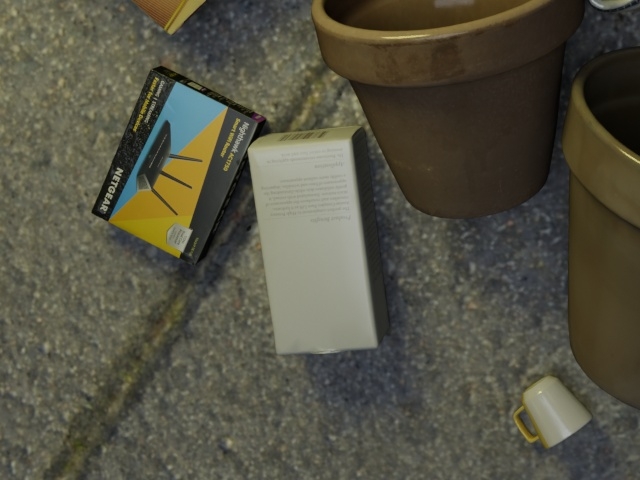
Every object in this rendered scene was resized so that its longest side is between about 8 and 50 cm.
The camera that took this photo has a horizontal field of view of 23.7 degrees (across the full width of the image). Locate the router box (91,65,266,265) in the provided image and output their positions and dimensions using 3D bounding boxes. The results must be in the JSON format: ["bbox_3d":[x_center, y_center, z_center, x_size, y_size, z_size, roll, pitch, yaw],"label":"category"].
[{"bbox_3d":[-0.155,-0.082,1.666,0.133,0.046,0.179,26,107,5],"label":"router box"}]

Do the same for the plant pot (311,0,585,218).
[{"bbox_3d":[0.139,-0.152,1.497,0.263,0.263,0.229,-5,118,14],"label":"plant pot"}]

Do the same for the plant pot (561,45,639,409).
[{"bbox_3d":[0.362,0.007,1.462,0.323,0.323,0.280,18,122,8],"label":"plant pot"}]

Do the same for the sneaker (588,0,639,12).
[{"bbox_3d":[0.346,-0.294,1.420,0.090,0.095,0.235,49,120,7],"label":"sneaker"}]

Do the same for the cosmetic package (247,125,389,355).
[{"bbox_3d":[0.000,0.000,1.633,0.117,0.085,0.231,-4,104,13],"label":"cosmetic package"}]

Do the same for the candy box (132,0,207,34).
[{"bbox_3d":[-0.200,-0.382,1.531,0.316,0.087,0.183,41,118,-17],"label":"candy box"}]

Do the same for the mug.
[{"bbox_3d":[0.242,0.184,1.634,0.078,0.062,0.064,-36,85,11],"label":"mug"}]
